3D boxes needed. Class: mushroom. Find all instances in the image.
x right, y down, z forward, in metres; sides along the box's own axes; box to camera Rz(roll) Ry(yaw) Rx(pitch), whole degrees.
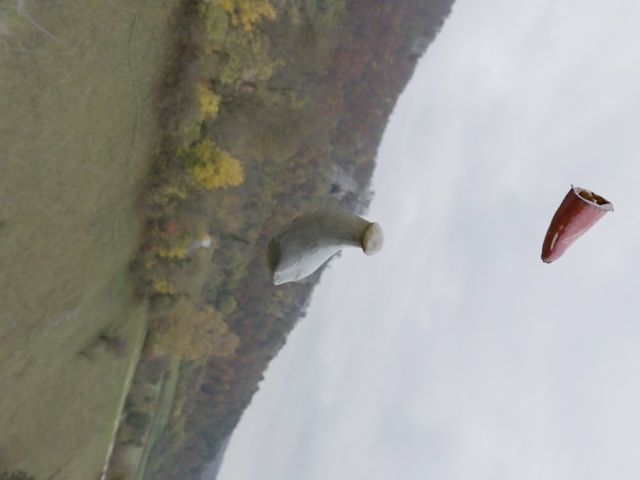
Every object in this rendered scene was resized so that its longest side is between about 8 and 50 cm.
[{"bbox_3d":[0.000,0.000,1.016,0.270,0.118,0.103,-22,177,42],"label":"mushroom"}]

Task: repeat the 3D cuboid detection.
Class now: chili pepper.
[{"bbox_3d":[0.470,-0.018,1.039,0.065,0.088,0.169,-75,-174,-52],"label":"chili pepper"}]
